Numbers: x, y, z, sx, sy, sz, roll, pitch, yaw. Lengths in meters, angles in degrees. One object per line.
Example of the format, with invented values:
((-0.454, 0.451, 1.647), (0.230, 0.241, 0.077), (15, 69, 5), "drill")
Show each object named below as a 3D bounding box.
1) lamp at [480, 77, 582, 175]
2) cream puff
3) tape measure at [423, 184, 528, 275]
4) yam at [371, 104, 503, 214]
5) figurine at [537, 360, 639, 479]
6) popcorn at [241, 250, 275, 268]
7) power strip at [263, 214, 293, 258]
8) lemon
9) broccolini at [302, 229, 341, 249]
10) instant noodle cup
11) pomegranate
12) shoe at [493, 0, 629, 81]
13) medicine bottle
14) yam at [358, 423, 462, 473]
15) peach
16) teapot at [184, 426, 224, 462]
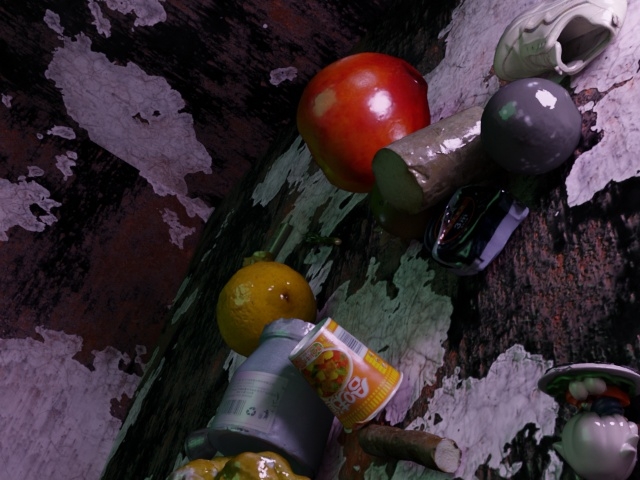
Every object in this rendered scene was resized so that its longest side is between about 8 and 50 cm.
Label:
((0.427, -0.229, 1.359), (0.182, 0.181, 0.314), (-44, -11, 36), "lamp")
((-0.128, 0.552, 1.301), (0.378, 0.276, 0.377), (-11, 76, 55), "cream puff")
((0.292, -0.021, 1.370), (0.182, 0.107, 0.181), (-56, 21, 2), "tape measure")
((0.257, -0.169, 1.460), (0.268, 0.161, 0.161), (-25, 13, -13), "yam")
((0.328, 0.235, 0.839), (0.132, 0.132, 0.153), (-35, 40, 50), "figurine")
((-0.217, 0.114, 2.442), (0.167, 0.152, 0.148), (-58, -10, 3), "popcorn")
((-0.172, 0.018, 2.639), (0.267, 0.034, 0.092), (-60, 18, -9), "power strip")
((-0.147, 0.191, 1.900), (0.293, 0.293, 0.293), (-49, 19, 24), "lemon")
((0.000, -0.003, 2.185), (0.067, 0.058, 0.216), (-57, 18, -10), "broccolini")
((0.039, 0.253, 1.364), (0.168, 0.185, 0.168), (-46, 1, 1), "instant noodle cup")
((0.195, -0.069, 1.624), (0.224, 0.182, 0.181), (108, 179, -49), "pomegranate")
((0.492, -0.416, 1.472), (0.342, 0.132, 0.210), (-31, 28, 47), "shoe")
((-0.078, 0.340, 1.519), (0.245, 0.245, 0.289), (-34, 27, 51), "medicine bottle")
((0.145, 0.351, 1.198), (0.253, 0.061, 0.061), (-18, 42, 63), "yam")
((0.130, -0.330, 1.924), (0.388, 0.388, 0.388), (-49, 19, 24), "peach")
((-0.309, 0.577, 1.934), (0.108, 0.111, 0.149), (-34, 20, 21), "teapot")
